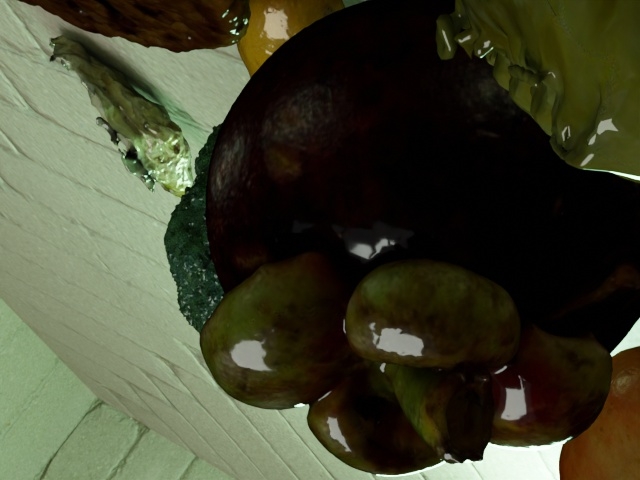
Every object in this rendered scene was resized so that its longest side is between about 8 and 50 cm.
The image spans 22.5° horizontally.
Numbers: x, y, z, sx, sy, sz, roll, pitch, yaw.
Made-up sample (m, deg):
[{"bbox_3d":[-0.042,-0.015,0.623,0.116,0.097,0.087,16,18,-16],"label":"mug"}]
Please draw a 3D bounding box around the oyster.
[{"bbox_3d":[-0.208,-0.139,1.697,0.209,0.072,0.133,52,175,21],"label":"oyster"}]

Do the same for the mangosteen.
[{"bbox_3d":[0.071,0.006,1.037,0.307,0.347,0.307,7,139,6],"label":"mangosteen"}]

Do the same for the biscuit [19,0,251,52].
[{"bbox_3d":[-0.189,-0.233,1.086,0.289,0.081,0.334,16,165,36],"label":"biscuit"}]

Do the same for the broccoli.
[{"bbox_3d":[0.000,0.000,1.393,0.270,0.270,0.270,3,169,-13],"label":"broccoli"}]

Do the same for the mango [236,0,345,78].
[{"bbox_3d":[-0.021,-0.147,1.242,0.098,0.075,0.190,27,144,20],"label":"mango"}]

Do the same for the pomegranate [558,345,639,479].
[{"bbox_3d":[0.291,0.177,1.288,0.209,0.209,0.209,33,163,12],"label":"pomegranate"}]

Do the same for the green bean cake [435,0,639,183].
[{"bbox_3d":[0.153,-0.167,0.626,0.202,0.285,0.310,16,-169,-12],"label":"green bean cake"}]
